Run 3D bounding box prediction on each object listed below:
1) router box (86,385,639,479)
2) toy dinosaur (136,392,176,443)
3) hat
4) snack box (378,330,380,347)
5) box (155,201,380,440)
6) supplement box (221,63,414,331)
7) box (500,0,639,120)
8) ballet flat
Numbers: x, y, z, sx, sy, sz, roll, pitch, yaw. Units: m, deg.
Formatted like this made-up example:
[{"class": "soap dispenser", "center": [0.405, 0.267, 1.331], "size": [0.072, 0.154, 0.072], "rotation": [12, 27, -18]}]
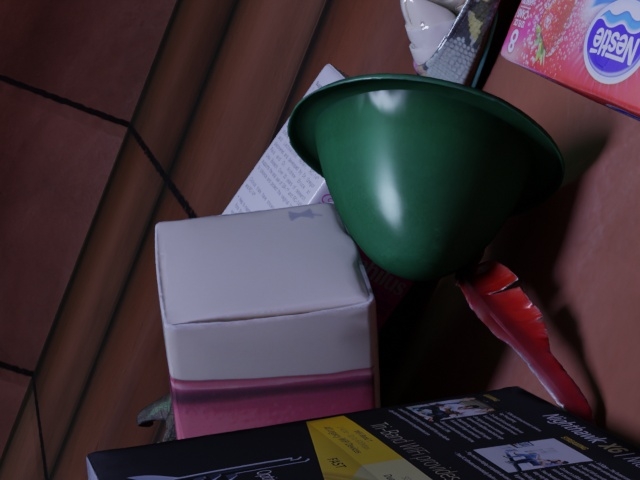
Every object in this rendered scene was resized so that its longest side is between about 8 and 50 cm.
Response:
[{"class": "router box", "center": [0.040, 0.148, 0.615], "size": [0.309, 0.243, 0.081], "rotation": [-158, 62, -73]}, {"class": "toy dinosaur", "center": [-0.086, 0.144, 1.270], "size": [0.160, 0.121, 0.313], "rotation": [-61, 3, -19]}, {"class": "hat", "center": [0.051, 0.019, 0.843], "size": [0.208, 0.173, 0.183], "rotation": [-32, 40, 60]}, {"class": "snack box", "center": [0.010, 0.092, 1.113], "size": [0.100, 0.037, 0.141], "rotation": [-47, 28, 48]}, {"class": "box", "center": [-0.032, 0.112, 0.920], "size": [0.148, 0.127, 0.232], "rotation": [-108, 13, -63]}, {"class": "supplement box", "center": [0.000, 0.000, 1.036], "size": [0.220, 0.111, 0.114], "rotation": [-56, 28, 8]}, {"class": "box", "center": [0.195, -0.095, 0.615], "size": [0.122, 0.128, 0.257], "rotation": [-67, 18, 9]}, {"class": "ballet flat", "center": [0.108, -0.194, 1.059], "size": [0.221, 0.079, 0.077], "rotation": [-64, 19, 19]}]
